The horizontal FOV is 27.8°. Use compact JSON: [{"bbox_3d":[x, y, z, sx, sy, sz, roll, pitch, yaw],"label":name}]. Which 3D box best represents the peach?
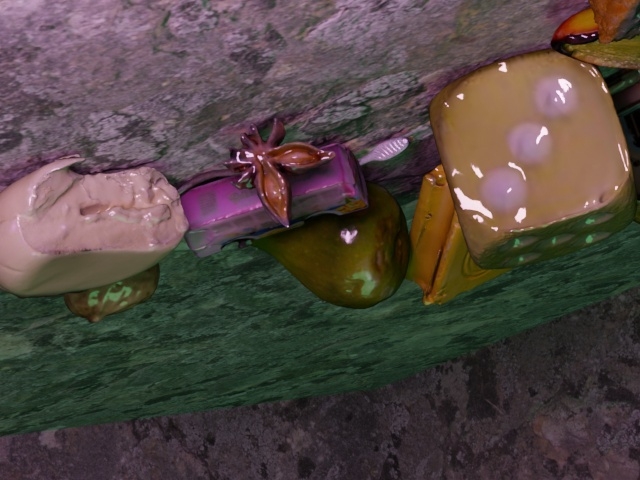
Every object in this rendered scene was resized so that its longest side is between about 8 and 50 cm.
[{"bbox_3d":[0.419,-0.253,1.576,0.279,0.068,0.189,4,179,-19],"label":"peach"}]

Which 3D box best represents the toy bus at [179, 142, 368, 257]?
[{"bbox_3d":[-0.076,-0.060,1.864,0.274,0.090,0.112,-17,159,11],"label":"toy bus"}]

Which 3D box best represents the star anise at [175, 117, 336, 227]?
[{"bbox_3d":[-0.101,-0.069,1.748,0.218,0.148,0.227,-4,171,-10],"label":"star anise"}]

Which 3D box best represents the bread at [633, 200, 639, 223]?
[{"bbox_3d":[0.511,-0.114,2.113,0.121,0.174,0.245,-42,158,19],"label":"bread"}]

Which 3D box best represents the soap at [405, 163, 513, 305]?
[{"bbox_3d":[0.247,-0.032,2.055,0.204,0.096,0.324,-25,154,-19],"label":"soap"}]

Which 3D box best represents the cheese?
[{"bbox_3d":[-0.317,-0.017,1.713,0.266,0.127,0.233,-5,160,-42],"label":"cheese"}]

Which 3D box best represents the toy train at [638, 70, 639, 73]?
[{"bbox_3d":[0.482,-0.219,1.722,0.099,0.081,0.149,-24,136,30],"label":"toy train"}]

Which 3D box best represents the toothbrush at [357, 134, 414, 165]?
[{"bbox_3d":[-0.019,-0.083,1.957,0.375,0.028,0.037,-23,-176,30],"label":"toothbrush"}]

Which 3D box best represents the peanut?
[{"bbox_3d":[-0.329,0.061,2.037,0.159,0.109,0.140,-24,179,-15],"label":"peanut"}]

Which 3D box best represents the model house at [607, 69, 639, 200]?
[{"bbox_3d":[0.531,-0.143,1.856,0.326,0.244,0.169,-26,167,37],"label":"model house"}]

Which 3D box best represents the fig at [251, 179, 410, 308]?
[{"bbox_3d":[0.000,0.000,2.051,0.275,0.206,0.206,2,173,24],"label":"fig"}]

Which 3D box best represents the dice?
[{"bbox_3d":[0.285,-0.106,1.749,0.233,0.238,0.227,-16,165,6],"label":"dice"}]

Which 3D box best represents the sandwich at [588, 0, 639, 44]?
[{"bbox_3d":[0.455,-0.327,1.363,0.301,0.099,0.271,-12,166,-6],"label":"sandwich"}]
